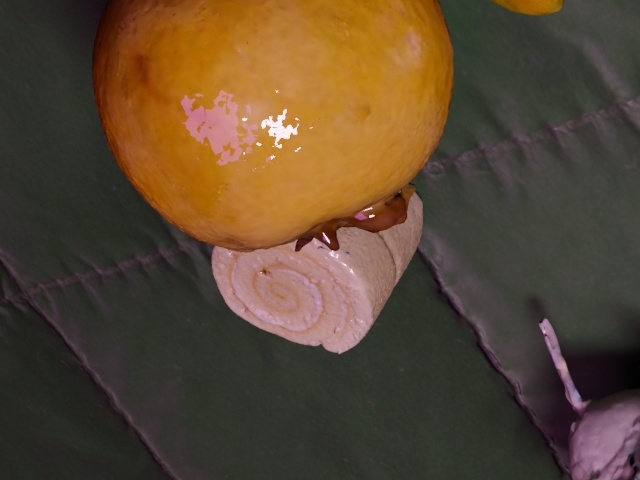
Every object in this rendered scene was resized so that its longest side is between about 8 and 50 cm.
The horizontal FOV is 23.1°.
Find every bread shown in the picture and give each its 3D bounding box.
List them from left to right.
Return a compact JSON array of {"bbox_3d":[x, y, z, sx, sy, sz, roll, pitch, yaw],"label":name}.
[{"bbox_3d":[0.000,0.000,1.321,0.148,0.141,0.134,23,134,10],"label":"bread"}]

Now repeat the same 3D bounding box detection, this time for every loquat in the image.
[{"bbox_3d":[-0.031,-0.114,1.154,0.275,0.275,0.275,17,133,19],"label":"loquat"}]

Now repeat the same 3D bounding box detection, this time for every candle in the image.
[{"bbox_3d":[0.292,0.198,1.282,0.330,0.187,0.187,36,137,2],"label":"candle"}]

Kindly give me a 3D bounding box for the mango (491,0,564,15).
[{"bbox_3d":[0.115,-0.231,1.113,0.101,0.066,0.187,-9,129,37],"label":"mango"}]
